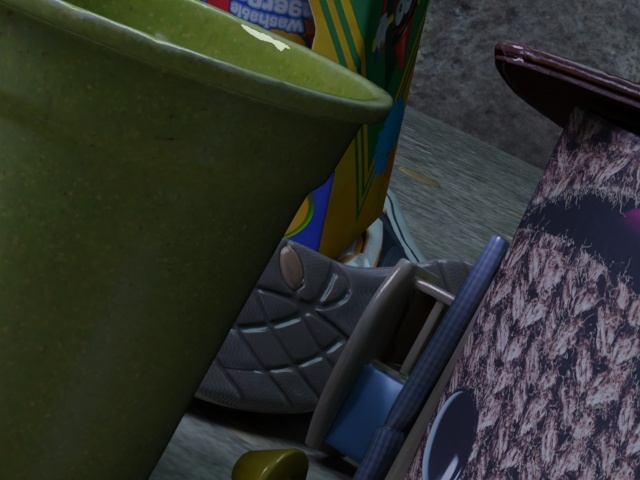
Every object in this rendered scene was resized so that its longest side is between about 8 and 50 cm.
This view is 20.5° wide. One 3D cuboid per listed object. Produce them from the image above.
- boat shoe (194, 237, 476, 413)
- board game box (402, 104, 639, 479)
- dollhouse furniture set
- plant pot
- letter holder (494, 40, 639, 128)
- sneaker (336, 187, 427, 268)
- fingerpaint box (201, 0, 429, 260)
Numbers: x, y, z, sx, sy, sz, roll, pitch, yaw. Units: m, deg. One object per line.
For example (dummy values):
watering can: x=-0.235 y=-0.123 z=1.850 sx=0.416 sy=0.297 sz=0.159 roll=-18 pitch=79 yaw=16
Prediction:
boat shoe: x=-0.014 y=0.070 z=1.224 sx=0.324 sy=0.123 sz=0.116 roll=8 pitch=-18 yaw=-33
board game box: x=0.146 y=0.122 z=0.727 sx=0.141 sy=0.291 sz=0.232 roll=20 pitch=10 yaw=-21
dollhouse furniture set: x=0.069 y=0.044 z=0.988 sx=0.198 sy=0.286 sz=0.303 roll=28 pitch=1 yaw=30
plant pot: x=-0.134 y=-0.006 z=0.913 sx=0.276 sy=0.253 sz=0.276 roll=20 pitch=10 yaw=-4
letter holder: x=0.213 y=-0.106 z=0.858 sx=0.214 sy=0.152 sz=0.302 roll=19 pitch=2 yaw=14
sneaker: x=0.000 y=0.000 z=1.512 sx=0.127 sy=0.126 sz=0.321 roll=24 pitch=10 yaw=-23
fingerpaint box: x=-0.147 y=-0.219 z=1.323 sx=0.445 sy=0.371 sz=0.163 roll=20 pitch=27 yaw=15
